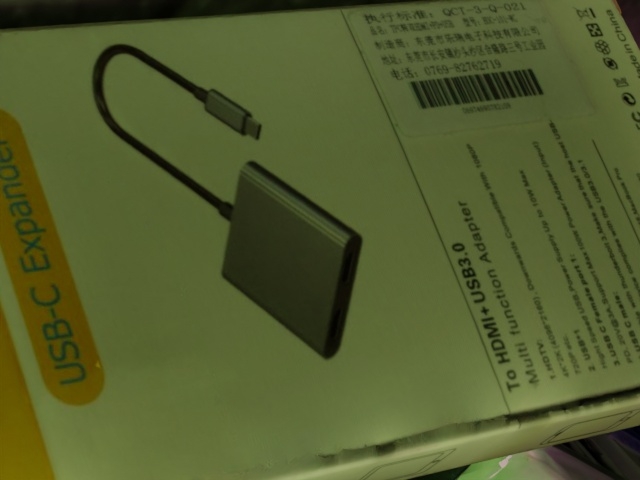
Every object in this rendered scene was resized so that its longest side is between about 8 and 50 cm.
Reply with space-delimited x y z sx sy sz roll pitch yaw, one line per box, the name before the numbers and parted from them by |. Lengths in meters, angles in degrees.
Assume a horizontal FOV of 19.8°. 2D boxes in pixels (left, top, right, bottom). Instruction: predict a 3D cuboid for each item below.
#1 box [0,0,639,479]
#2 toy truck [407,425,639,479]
box | 0.000 0.000 0.468 0.247 0.129 0.033 -8 156 -32
toy truck | 0.083 0.114 0.605 0.124 0.155 0.268 -50 138 9
